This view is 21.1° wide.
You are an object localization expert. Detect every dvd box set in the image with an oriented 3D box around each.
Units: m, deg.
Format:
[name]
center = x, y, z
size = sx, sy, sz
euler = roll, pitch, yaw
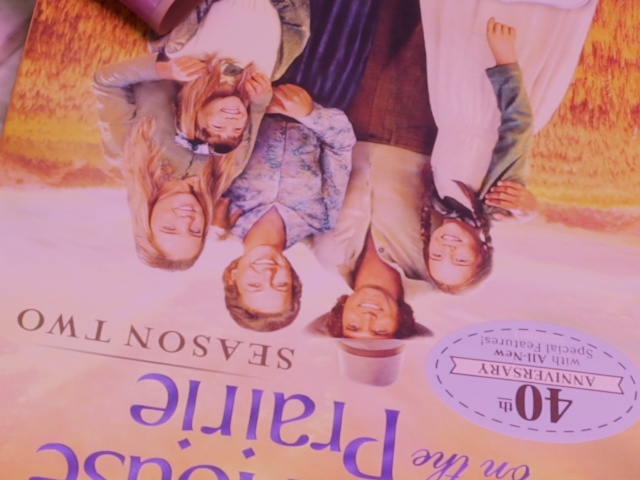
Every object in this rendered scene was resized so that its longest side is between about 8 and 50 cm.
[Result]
[dvd box set]
center = 0.000, 0.000, 0.780
size = 0.307, 0.062, 0.420
euler = 10, 56, -2

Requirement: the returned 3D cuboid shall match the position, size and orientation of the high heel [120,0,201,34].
[high heel]
center = -0.048, -0.211, 0.828
size = 0.117, 0.082, 0.244
euler = 39, 72, 6
